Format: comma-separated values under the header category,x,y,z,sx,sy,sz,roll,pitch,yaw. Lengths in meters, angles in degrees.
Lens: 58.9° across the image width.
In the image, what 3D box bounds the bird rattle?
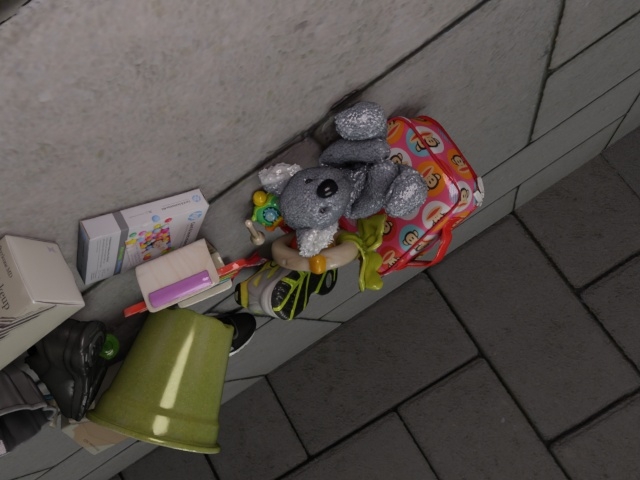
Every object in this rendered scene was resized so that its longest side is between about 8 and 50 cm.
category,x,y,z,sx,sy,sz,roll,pitch,yaw
bird rattle,0.000,0.000,1.074,0.207,0.253,0.143,-19,122,-44

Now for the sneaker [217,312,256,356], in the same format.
category,x,y,z,sx,sy,sz,roll,pitch,yaw
sneaker,-0.290,0.259,1.510,0.283,0.107,0.124,-23,155,-28

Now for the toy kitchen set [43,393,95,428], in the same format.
category,x,y,z,sx,sy,sz,roll,pitch,yaw
toy kitchen set,-0.613,0.371,1.278,0.207,0.122,0.166,-5,155,-17

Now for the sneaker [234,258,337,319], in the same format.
category,x,y,z,sx,sy,sz,roll,pitch,yaw
sneaker,-0.066,0.076,1.389,0.147,0.145,0.384,5,-168,24

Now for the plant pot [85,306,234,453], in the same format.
category,x,y,z,sx,sy,sz,roll,pitch,yaw
plant pot,-0.302,0.273,1.179,0.276,0.276,0.254,72,34,-73

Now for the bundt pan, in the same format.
category,x,y,z,sx,sy,sz,roll,pitch,yaw
bundt pan,-0.652,0.324,0.994,0.330,0.124,0.331,-29,162,-10

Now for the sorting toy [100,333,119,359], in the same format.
category,x,y,z,sx,sy,sz,roll,pitch,yaw
sorting toy,-0.448,0.195,1.113,0.102,0.061,0.042,23,167,-29

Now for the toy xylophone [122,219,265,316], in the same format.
category,x,y,z,sx,sy,sz,roll,pitch,yaw
toy xylophone,-0.202,0.052,0.988,0.236,0.081,0.322,-24,177,1

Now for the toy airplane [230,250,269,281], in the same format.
category,x,y,z,sx,sy,sz,roll,pitch,yaw
toy airplane,-0.186,0.065,1.266,0.151,0.028,0.151,-30,169,-6

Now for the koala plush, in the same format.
category,x,y,z,sx,sy,sz,roll,pitch,yaw
koala plush,0.024,-0.086,0.951,0.221,0.196,0.203,-33,-176,-11

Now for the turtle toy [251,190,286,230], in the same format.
category,x,y,z,sx,sy,sz,roll,pitch,yaw
turtle toy,-0.068,-0.063,1.047,0.130,0.066,0.095,-28,163,-15

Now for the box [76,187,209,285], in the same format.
category,x,y,z,sx,sy,sz,roll,pitch,yaw
box,-0.278,-0.006,0.883,0.186,0.038,0.145,-22,161,-35

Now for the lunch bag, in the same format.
category,x,y,z,sx,sy,sz,roll,pitch,yaw
lunch bag,0.164,-0.070,1.110,0.120,0.258,0.293,-15,156,-45

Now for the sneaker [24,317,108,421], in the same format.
category,x,y,z,sx,sy,sz,roll,pitch,yaw
sneaker,-0.466,0.226,1.036,0.109,0.130,0.286,-77,-174,-50

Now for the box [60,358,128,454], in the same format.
category,x,y,z,sx,sy,sz,roll,pitch,yaw
box,-0.449,0.372,1.373,0.311,0.121,0.148,-28,132,-1

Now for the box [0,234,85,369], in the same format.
category,x,y,z,sx,sy,sz,roll,pitch,yaw
box,-0.464,0.117,0.768,0.275,0.113,0.094,-37,162,11
